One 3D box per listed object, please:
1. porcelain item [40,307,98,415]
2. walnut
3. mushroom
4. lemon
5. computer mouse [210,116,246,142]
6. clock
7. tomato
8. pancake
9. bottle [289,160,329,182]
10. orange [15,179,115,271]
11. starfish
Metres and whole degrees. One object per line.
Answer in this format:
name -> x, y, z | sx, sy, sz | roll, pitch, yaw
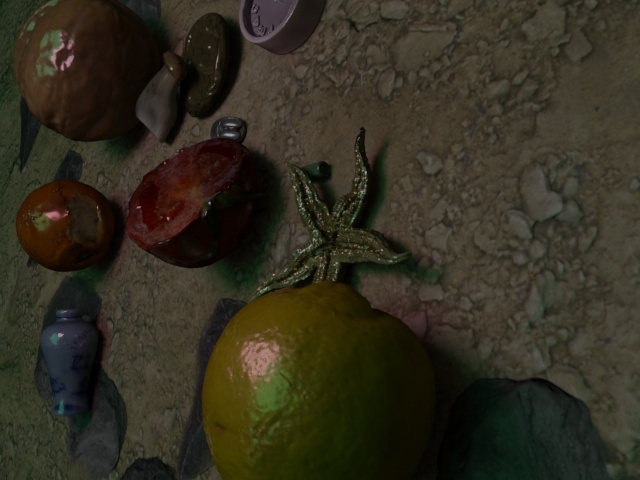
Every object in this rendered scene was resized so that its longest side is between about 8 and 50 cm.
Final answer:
porcelain item -> -0.623, 0.299, 1.711 | 0.141, 0.141, 0.259 | -10, 80, 44
walnut -> -0.583, -0.432, 1.722 | 0.381, 0.381, 0.381 | -14, 70, 43
mushroom -> -0.371, -0.341, 1.633 | 0.116, 0.093, 0.225 | 46, 122, 30
lemon -> -0.004, 0.229, 0.958 | 0.348, 0.348, 0.347 | -14, 70, 43
computer mouse -> -0.204, -0.236, 1.483 | 0.096, 0.039, 0.065 | 5, 84, 46
clock -> -0.079, -0.485, 1.401 | 0.197, 0.068, 0.196 | -14, 70, 42
tomato -> -0.239, -0.055, 1.385 | 0.309, 0.170, 0.309 | -19, 36, 15
pancake -> -0.268, -0.402, 1.588 | 0.242, 0.050, 0.241 | -16, 70, 51
bottle -> -0.021, -0.125, 1.276 | 0.083, 0.030, 0.030 | -11, 72, 45
orange -> -0.640, -0.036, 1.738 | 0.240, 0.240, 0.239 | -14, 70, 43
starfish -> 0.001, 0.001, 1.185 | 0.358, 0.078, 0.347 | -33, 58, 35
